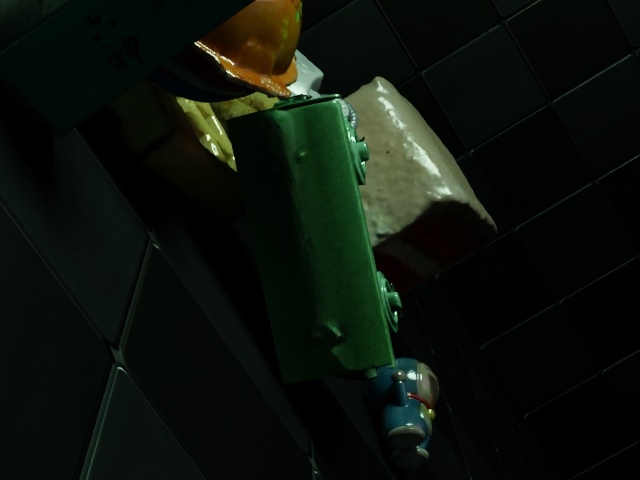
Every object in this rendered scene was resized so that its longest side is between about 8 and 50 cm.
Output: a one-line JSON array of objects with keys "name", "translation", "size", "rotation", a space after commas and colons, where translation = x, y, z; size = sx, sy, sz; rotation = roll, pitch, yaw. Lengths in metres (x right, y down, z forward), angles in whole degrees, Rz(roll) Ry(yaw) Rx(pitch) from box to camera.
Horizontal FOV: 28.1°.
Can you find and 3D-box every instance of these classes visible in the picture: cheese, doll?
[{"name": "cheese", "translation": [-0.124, -0.236, 1.154], "size": [0.217, 0.129, 0.329], "rotation": [13, 34, -49]}, {"name": "doll", "translation": [0.099, 0.196, 1.501], "size": [0.152, 0.085, 0.114], "rotation": [-90, 172, -58]}]

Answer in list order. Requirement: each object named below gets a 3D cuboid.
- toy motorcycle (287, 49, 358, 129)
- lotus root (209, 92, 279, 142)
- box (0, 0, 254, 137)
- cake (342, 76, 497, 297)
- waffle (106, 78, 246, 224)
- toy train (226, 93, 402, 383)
[{"name": "toy motorcycle", "translation": [-0.082, -0.196, 1.641], "size": [0.260, 0.171, 0.110], "rotation": [40, -39, 14]}, {"name": "lotus root", "translation": [-0.087, -0.129, 1.479], "size": [0.097, 0.110, 0.258], "rotation": [15, -11, 28]}, {"name": "box", "translation": [-0.137, -0.209, 0.954], "size": [0.092, 0.245, 0.153], "rotation": [48, 12, -40]}, {"name": "cake", "translation": [0.079, -0.057, 1.790], "size": [0.230, 0.237, 0.309], "rotation": [58, 9, 18]}, {"name": "waffle", "translation": [-0.162, -0.148, 1.254], "size": [0.248, 0.055, 0.221], "rotation": [62, 9, 22]}, {"name": "toy train", "translation": [0.000, 0.000, 1.262], "size": [0.202, 0.120, 0.301], "rotation": [-15, 93, -82]}]
